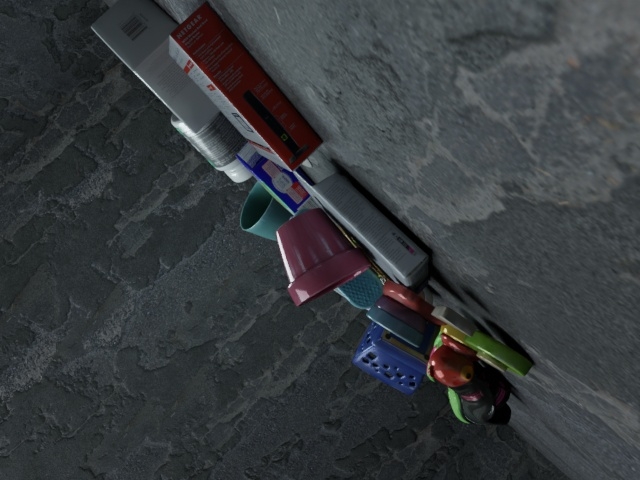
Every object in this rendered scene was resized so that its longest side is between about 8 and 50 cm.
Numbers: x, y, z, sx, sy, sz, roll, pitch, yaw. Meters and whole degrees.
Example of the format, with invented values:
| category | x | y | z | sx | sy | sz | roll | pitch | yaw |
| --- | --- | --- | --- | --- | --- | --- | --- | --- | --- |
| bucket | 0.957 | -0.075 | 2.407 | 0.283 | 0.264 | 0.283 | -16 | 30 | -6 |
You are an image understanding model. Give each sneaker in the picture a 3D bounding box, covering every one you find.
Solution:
| category | x | y | z | sx | sy | sz | roll | pitch | yaw |
| --- | --- | --- | --- | --- | --- | --- | --- | --- | --- |
| sneaker | 0.044 | 0.040 | 1.314 | 0.319 | 0.127 | 0.208 | 51 | -172 | -3 |
| sneaker | 0.259 | 0.149 | 1.321 | 0.123 | 0.106 | 0.290 | 14 | -179 | -16 |
| sneaker | 0.478 | 0.425 | 1.475 | 0.202 | 0.185 | 0.483 | 2 | 142 | 40 |

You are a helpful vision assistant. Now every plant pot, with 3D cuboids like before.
| category | x | y | z | sx | sy | sz | roll | pitch | yaw |
| --- | --- | --- | --- | --- | --- | --- | --- | --- | --- |
| plant pot | -0.176 | -0.130 | 2.098 | 0.235 | 0.293 | 0.293 | 27 | -172 | -29 |
| plant pot | 0.275 | 0.338 | 1.586 | 0.236 | 0.236 | 0.212 | 28 | 145 | 6 |
| plant pot | -0.011 | 0.031 | 1.121 | 0.180 | 0.201 | 0.201 | 61 | -179 | 8 |

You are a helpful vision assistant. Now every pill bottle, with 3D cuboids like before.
| category | x | y | z | sx | sy | sz | roll | pitch | yaw |
| --- | --- | --- | --- | --- | --- | --- | --- | --- | --- |
| pill bottle | -0.401 | -0.413 | 1.906 | 0.361 | 0.204 | 0.204 | 48 | 178 | -38 |

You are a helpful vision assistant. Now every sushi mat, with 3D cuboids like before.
| category | x | y | z | sx | sy | sz | roll | pitch | yaw |
| --- | --- | --- | --- | --- | --- | --- | --- | --- | --- |
| sushi mat | 0.146 | 0.043 | 1.339 | 0.151 | 0.019 | 0.316 | 48 | -170 | -14 |

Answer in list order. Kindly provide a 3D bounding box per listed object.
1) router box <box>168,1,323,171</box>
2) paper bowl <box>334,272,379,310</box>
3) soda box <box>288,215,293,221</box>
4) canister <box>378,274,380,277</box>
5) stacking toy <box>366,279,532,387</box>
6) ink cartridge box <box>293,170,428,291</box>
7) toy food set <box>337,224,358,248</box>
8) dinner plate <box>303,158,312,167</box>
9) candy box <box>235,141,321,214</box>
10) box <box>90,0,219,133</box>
| category | x | y | z | sx | sy | sz | roll | pitch | yaw |
| --- | --- | --- | --- | --- | --- | --- | --- | --- | --- |
| router box | -0.164 | -0.293 | 0.951 | 0.301 | 0.082 | 0.335 | 47 | 178 | -24 |
| paper bowl | 0.176 | 0.173 | 1.863 | 0.284 | 0.148 | 0.284 | 30 | 169 | 7 |
| soda box | 0.000 | 0.000 | 1.715 | 0.286 | 0.091 | 0.098 | 13 | -150 | -41 |
| canister | 0.283 | 0.194 | 1.687 | 0.170 | 0.073 | 0.126 | 45 | 178 | -20 |
| stacking toy | 0.248 | 0.221 | 0.971 | 0.309 | 0.130 | 0.279 | 33 | 176 | -16 |
| ink cartridge box | 0.098 | -0.026 | 1.032 | 0.330 | 0.071 | 0.324 | 47 | -179 | 18 |
| toy food set | 0.110 | -0.019 | 1.651 | 0.132 | 0.038 | 0.192 | 51 | -171 | 0 |
| dinner plate | -0.075 | -0.238 | 1.229 | 0.141 | 0.017 | 0.141 | 48 | 179 | 2 |
| candy box | -0.138 | -0.211 | 1.604 | 0.268 | 0.122 | 0.317 | 45 | 180 | -26 |
| box | -0.440 | -0.502 | 1.368 | 0.215 | 0.168 | 0.345 | 45 | 178 | 18 |
